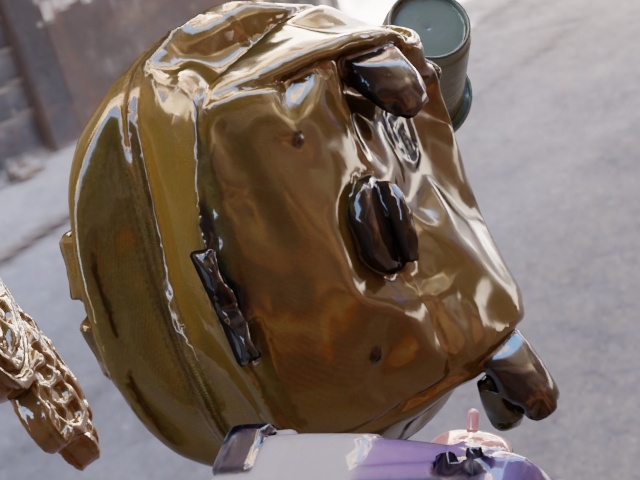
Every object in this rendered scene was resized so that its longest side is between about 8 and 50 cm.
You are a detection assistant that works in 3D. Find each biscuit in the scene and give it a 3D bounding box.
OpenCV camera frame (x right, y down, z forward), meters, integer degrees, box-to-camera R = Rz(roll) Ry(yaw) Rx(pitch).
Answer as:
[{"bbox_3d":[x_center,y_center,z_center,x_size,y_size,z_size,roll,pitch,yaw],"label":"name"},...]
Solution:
[{"bbox_3d":[-0.280,0.088,1.280,0.044,0.288,0.202,-35,30,2],"label":"biscuit"}]

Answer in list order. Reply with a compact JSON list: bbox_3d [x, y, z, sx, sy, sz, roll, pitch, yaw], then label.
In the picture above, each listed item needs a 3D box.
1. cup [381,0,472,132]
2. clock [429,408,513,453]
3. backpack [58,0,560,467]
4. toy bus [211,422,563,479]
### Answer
[{"bbox_3d":[0.093,-0.163,1.366,0.120,0.120,0.141,-23,-19,-15],"label":"cup"},{"bbox_3d":[0.145,0.316,1.582,0.142,0.227,0.241,3,29,13],"label":"clock"},{"bbox_3d":[-0.004,0.003,0.993,0.201,0.353,0.378,-19,9,33],"label":"backpack"},{"bbox_3d":[0.011,0.306,0.668,0.249,0.209,0.440,-10,43,37],"label":"toy bus"}]
